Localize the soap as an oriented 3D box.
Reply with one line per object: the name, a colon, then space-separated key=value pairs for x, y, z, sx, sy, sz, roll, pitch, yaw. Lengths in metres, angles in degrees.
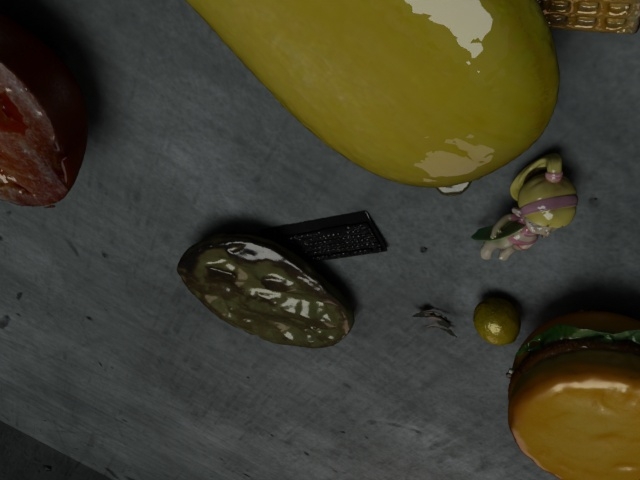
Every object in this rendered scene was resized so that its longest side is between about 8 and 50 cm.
soap: x=0.025 y=-0.217 z=0.623 sx=0.427 sy=0.115 sz=0.306 roll=44 pitch=143 yaw=-15

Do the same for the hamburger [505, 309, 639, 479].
hamburger: x=0.362 y=0.191 z=0.866 sx=0.245 sy=0.170 sz=0.246 roll=10 pitch=127 yaw=13

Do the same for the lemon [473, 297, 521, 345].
lemon: x=0.245 y=0.113 z=0.928 sx=0.062 sy=0.062 sz=0.083 roll=-20 pitch=123 yaw=42

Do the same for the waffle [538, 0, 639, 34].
waffle: x=0.212 y=-0.216 z=0.583 sx=0.134 sy=0.021 sz=0.092 roll=9 pitch=161 yaw=20

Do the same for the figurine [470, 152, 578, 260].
figurine: x=0.235 y=-0.028 z=0.780 sx=0.083 sy=0.083 sz=0.187 roll=24 pitch=154 yaw=3

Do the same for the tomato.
tomato: x=-0.447 y=-0.204 z=0.884 sx=0.338 sy=0.144 sz=0.338 roll=13 pitch=143 yaw=10

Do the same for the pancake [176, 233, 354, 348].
pancake: x=-0.092 y=0.086 z=1.081 sx=0.294 sy=0.050 sz=0.295 roll=14 pitch=146 yaw=10

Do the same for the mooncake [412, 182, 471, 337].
mooncake: x=0.161 y=0.026 z=0.880 sx=0.150 sy=0.057 sz=0.347 roll=34 pitch=146 yaw=11

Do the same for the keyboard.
keyboard: x=-0.001 y=0.001 z=0.975 sx=0.196 sy=0.015 sz=0.074 roll=-8 pitch=130 yaw=35
